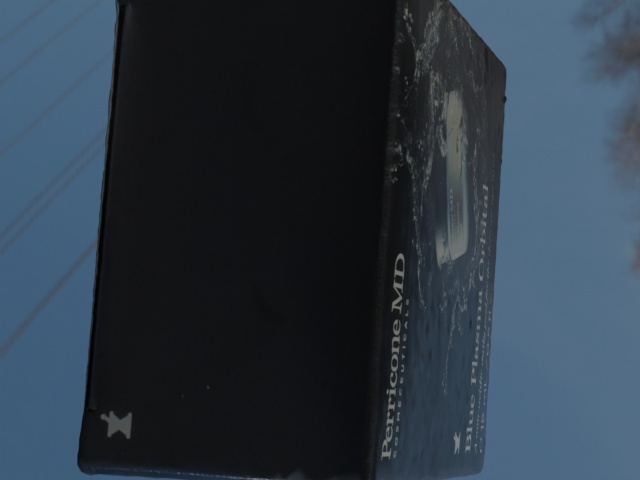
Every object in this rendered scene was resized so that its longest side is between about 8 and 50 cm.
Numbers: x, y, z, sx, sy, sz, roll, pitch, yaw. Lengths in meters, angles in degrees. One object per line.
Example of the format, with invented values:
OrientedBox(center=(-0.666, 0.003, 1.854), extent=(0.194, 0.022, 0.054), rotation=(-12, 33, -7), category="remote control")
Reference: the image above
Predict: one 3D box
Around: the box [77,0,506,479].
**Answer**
OrientedBox(center=(0.000, 0.000, 0.482), extent=(0.093, 0.156, 0.158), rotation=(2, 174, 19), category="box")
